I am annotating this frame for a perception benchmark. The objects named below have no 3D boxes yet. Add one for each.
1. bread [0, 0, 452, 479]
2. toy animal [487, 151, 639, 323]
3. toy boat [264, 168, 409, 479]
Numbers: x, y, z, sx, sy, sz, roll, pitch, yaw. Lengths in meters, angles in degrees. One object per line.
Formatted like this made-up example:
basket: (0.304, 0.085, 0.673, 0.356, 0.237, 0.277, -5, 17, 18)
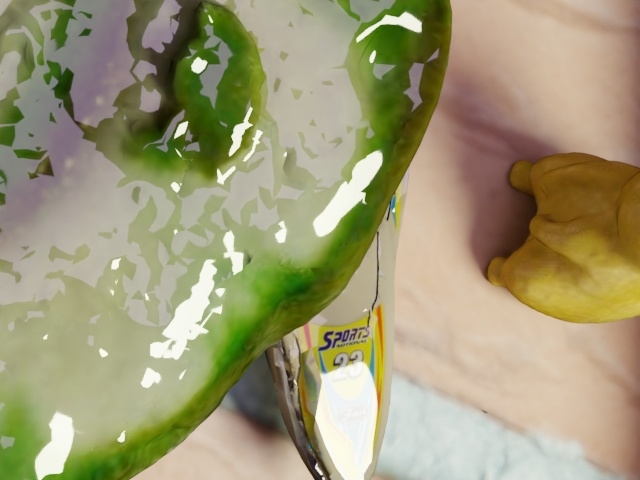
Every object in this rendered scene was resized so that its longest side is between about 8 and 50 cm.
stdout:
bread: (-0.151, -0.098, 0.512, 0.382, 0.129, 0.366, 15, 88, -15)
toy animal: (0.139, -0.003, 0.675, 0.083, 0.159, 0.070, 18, 78, -21)
toy boat: (0.000, 0.000, 0.654, 0.084, 0.066, 0.210, -8, 93, -26)
